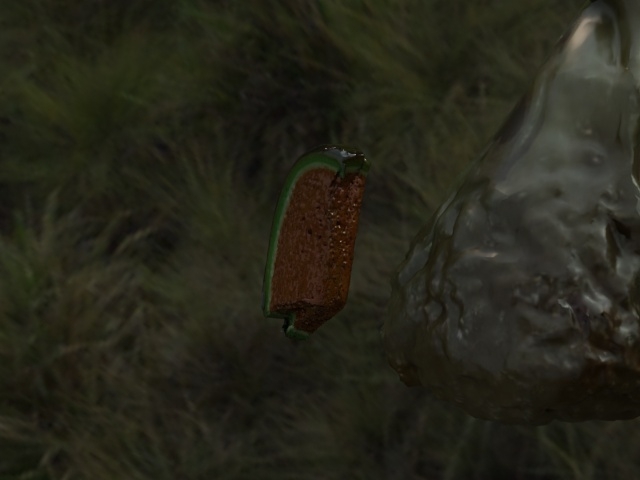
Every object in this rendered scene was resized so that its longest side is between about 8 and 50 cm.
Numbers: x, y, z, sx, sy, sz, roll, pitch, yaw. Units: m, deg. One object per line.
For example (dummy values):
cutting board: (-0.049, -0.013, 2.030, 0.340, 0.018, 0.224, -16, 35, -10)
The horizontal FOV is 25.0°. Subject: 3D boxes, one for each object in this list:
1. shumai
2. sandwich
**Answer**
shumai: (0.154, -0.043, 0.910, 0.217, 0.346, 0.283, 4, 106, 13)
sandwich: (-0.002, 0.001, 0.661, 0.069, 0.026, 0.101, -142, 59, -62)
